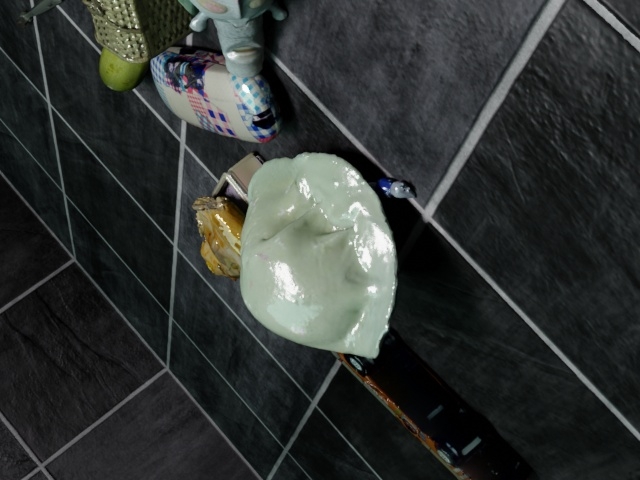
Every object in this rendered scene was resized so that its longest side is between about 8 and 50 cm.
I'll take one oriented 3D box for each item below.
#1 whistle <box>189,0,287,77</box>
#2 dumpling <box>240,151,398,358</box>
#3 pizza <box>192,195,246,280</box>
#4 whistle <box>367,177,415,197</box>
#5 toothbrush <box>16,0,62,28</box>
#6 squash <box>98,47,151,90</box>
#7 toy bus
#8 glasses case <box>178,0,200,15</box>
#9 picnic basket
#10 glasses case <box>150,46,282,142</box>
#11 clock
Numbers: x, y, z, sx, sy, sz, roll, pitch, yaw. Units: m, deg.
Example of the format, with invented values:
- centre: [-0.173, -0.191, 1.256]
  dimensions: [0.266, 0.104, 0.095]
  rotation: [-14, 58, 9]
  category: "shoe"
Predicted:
- centre: [-0.110, -0.319, 1.248]
  dimensions: [0.134, 0.142, 0.346]
  rotation: [55, 170, 15]
  category: "whistle"
- centre: [0.001, 0.017, 1.451]
  dimensions: [0.320, 0.270, 0.212]
  rotation: [16, 179, 20]
  category: "dumpling"
- centre: [-0.166, 0.009, 1.711]
  dimensions: [0.189, 0.071, 0.297]
  rotation: [53, 163, -13]
  category: "pizza"
- centre: [0.095, -0.071, 1.344]
  dimensions: [0.083, 0.029, 0.033]
  rotation: [11, 155, 48]
  category: "whistle"
- centre: [-0.587, -0.481, 2.032]
  dimensions: [0.030, 0.031, 0.297]
  rotation: [34, 164, -26]
  category: "toothbrush"
- centre: [-0.335, -0.317, 1.681]
  dimensions: [0.094, 0.094, 0.341]
  rotation: [55, 163, -6]
  category: "squash"
- centre: [0.169, 0.273, 1.624]
  dimensions: [0.409, 0.093, 0.092]
  rotation: [44, 163, 19]
  category: "toy bus"
- centre: [-0.152, -0.383, 1.286]
  dimensions: [0.039, 0.077, 0.184]
  rotation: [46, 156, 17]
  category: "glasses case"
- centre: [-0.277, -0.382, 1.427]
  dimensions: [0.134, 0.154, 0.196]
  rotation: [39, 154, 30]
  category: "picnic basket"
- centre: [-0.170, -0.233, 1.543]
  dimensions: [0.327, 0.076, 0.125]
  rotation: [23, 141, 49]
  category: "glasses case"
- centre: [-0.115, -0.054, 1.707]
  dimensions: [0.147, 0.071, 0.192]
  rotation: [51, 157, 1]
  category: "clock"
